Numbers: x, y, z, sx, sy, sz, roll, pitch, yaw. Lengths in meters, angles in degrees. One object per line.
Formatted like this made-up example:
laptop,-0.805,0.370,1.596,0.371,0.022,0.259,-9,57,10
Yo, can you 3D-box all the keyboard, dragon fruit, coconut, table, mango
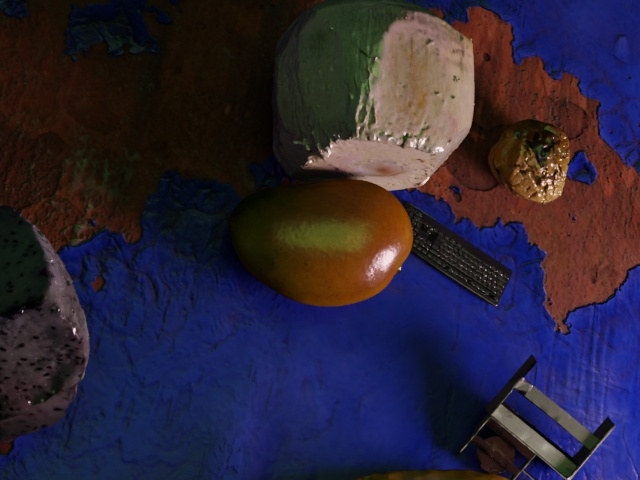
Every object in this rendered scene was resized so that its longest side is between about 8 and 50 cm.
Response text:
keyboard,0.195,0.018,1.850,0.196,0.015,0.074,34,63,-4
dragon fruit,-0.422,0.106,1.525,0.283,0.204,0.221,-18,46,-1
coconut,0.072,-0.215,1.752,0.297,0.297,0.254,4,79,-17
table,0.300,0.276,1.755,0.146,0.062,0.175,40,95,-1
mango,0.004,0.006,1.728,0.255,0.139,0.175,-8,71,-13

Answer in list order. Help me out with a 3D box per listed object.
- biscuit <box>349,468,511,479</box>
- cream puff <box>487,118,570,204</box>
biscuit,0.161,0.437,1.539,0.446,0.104,0.429,-8,32,-27
cream puff,0.325,-0.121,1.901,0.119,0.104,0.133,-8,73,-27
